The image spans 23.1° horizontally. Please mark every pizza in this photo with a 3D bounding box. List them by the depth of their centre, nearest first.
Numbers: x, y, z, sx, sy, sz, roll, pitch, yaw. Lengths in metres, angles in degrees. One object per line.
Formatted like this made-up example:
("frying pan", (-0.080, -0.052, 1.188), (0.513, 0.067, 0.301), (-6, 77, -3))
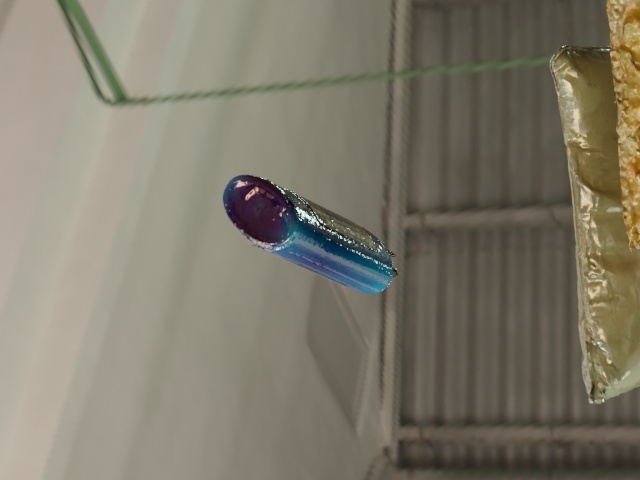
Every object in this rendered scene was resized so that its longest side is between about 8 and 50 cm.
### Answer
("pizza", (0.267, -0.071, 1.176), (0.058, 0.292, 0.197), (-4, -140, 26))

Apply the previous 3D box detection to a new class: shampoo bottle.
("shampoo bottle", (0.000, 0.000, 1.271), (0.087, 0.183, 0.050), (39, -82, 36))

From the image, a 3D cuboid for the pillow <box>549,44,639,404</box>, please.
("pillow", (0.267, -0.027, 1.318), (0.185, 0.302, 0.075), (-11, -174, -41))
